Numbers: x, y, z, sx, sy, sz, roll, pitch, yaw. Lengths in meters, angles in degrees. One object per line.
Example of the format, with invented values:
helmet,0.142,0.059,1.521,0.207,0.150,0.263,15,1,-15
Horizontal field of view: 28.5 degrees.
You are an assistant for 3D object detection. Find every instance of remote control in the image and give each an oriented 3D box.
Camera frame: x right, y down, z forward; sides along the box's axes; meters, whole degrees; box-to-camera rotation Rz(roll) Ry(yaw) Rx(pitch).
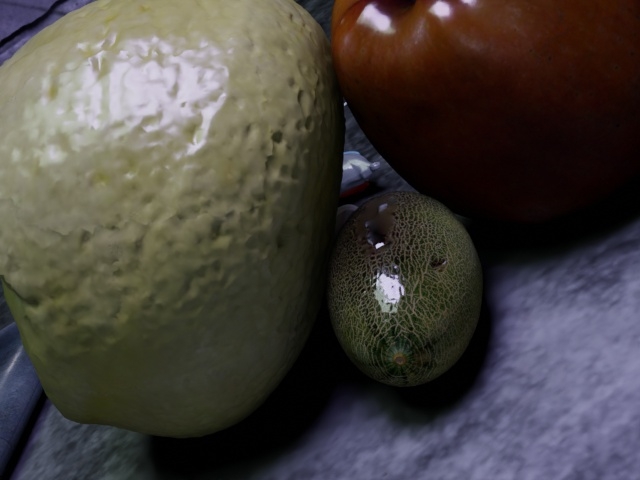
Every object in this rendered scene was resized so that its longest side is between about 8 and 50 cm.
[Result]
remote control,-0.294,0.177,1.052,0.107,0.044,0.377,-32,21,19

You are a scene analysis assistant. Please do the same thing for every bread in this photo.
bread,-0.096,-0.026,0.870,0.237,0.321,0.320,-3,30,11

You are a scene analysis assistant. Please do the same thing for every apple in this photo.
apple,0.126,-0.120,0.836,0.234,0.234,0.234,-29,22,13

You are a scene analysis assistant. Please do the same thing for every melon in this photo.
melon,0.053,0.030,0.788,0.099,0.099,0.162,-28,26,16

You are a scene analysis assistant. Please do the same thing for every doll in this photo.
doll,0.016,-0.056,1.097,0.057,0.039,0.114,-8,-9,-36

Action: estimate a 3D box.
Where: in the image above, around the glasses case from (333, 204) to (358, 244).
glasses case,0.000,0.000,1.012,0.083,0.032,0.021,-28,26,14
